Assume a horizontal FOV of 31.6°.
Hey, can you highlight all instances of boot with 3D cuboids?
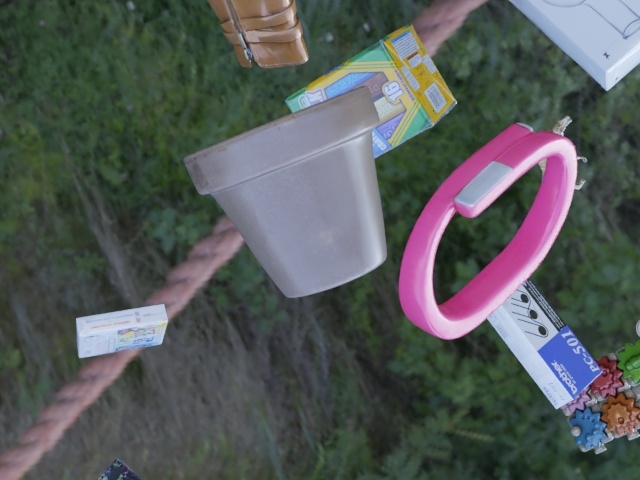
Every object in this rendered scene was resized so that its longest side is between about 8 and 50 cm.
[{"bbox_3d":[-0.066,-0.326,1.463,0.109,0.220,0.283,-35,-154,-33],"label":"boot"}]

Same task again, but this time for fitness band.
[{"bbox_3d":[0.195,-0.011,1.296,0.291,0.054,0.209,-37,141,-32],"label":"fitness band"}]

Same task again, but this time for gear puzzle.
[{"bbox_3d":[0.615,0.293,2.230,0.339,0.176,0.044,-33,159,33],"label":"gear puzzle"}]

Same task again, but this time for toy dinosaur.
[{"bbox_3d":[0.402,-0.121,1.929,0.092,0.183,0.053,32,153,-21],"label":"toy dinosaur"}]

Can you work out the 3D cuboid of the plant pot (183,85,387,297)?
[{"bbox_3d":[-0.021,-0.053,1.497,0.263,0.229,0.263,-20,-174,2],"label":"plant pot"}]

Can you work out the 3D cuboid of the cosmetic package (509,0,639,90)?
[{"bbox_3d":[0.567,-0.504,2.074,0.377,0.284,0.097,-42,160,1],"label":"cosmetic package"}]

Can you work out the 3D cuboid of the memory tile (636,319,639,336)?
[{"bbox_3d":[0.606,0.127,1.906,0.148,0.113,0.012,-53,-176,-11],"label":"memory tile"}]

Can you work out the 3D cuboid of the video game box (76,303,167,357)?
[{"bbox_3d":[-0.429,0.195,2.428,0.187,0.048,0.205,-6,163,-14],"label":"video game box"}]

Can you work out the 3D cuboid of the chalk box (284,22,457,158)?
[{"bbox_3d":[0.069,-0.242,2.080,0.288,0.179,0.180,-27,-171,28],"label":"chalk box"}]

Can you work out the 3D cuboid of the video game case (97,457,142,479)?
[{"bbox_3d":[-0.351,0.505,1.871,0.232,0.210,0.042,-50,136,-13],"label":"video game case"}]

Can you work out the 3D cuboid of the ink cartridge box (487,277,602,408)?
[{"bbox_3d":[0.347,0.154,1.792,0.097,0.207,0.046,-31,171,-41],"label":"ink cartridge box"}]
